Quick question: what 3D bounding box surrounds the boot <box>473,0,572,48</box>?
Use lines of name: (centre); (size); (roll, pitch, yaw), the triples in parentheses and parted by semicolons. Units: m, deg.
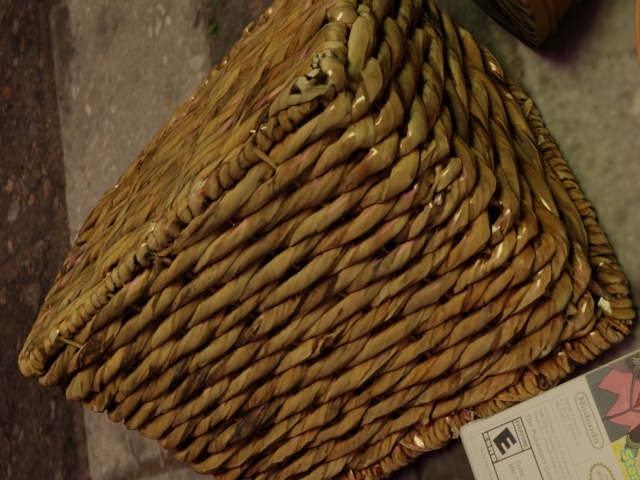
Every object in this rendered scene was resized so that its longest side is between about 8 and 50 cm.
boot: (0.162, -0.241, 0.411); (0.269, 0.236, 0.089); (-40, 61, 4)

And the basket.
basket: (0.000, 0.000, 0.555); (0.299, 0.223, 0.213); (-41, 24, 32)

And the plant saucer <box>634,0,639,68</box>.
plant saucer: (0.218, -0.122, 0.367); (0.200, 0.037, 0.200); (-35, 50, 56)

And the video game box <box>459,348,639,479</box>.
video game box: (0.175, 0.147, 0.391); (0.187, 0.048, 0.205); (-35, 60, 37)
